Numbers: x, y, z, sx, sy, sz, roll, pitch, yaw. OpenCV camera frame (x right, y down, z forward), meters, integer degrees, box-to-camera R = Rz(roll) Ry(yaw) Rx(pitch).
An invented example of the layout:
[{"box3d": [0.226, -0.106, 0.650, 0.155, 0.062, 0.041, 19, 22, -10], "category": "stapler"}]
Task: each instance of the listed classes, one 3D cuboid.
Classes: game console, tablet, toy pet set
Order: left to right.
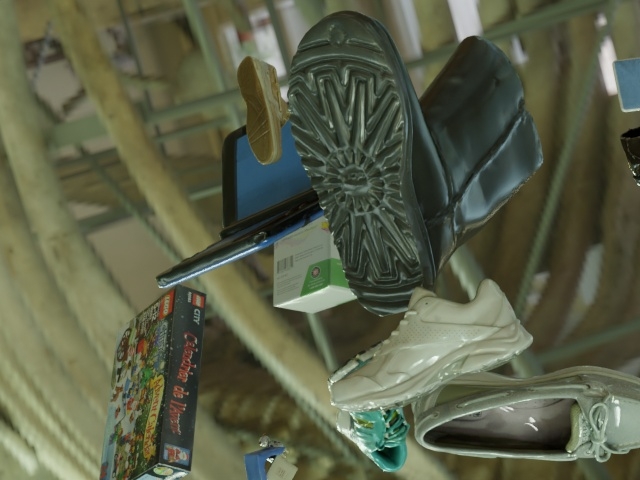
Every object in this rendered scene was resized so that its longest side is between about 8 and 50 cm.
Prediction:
[{"box3d": [-0.114, -0.077, 2.148, 0.250, 0.173, 0.293, -29, -176, -40], "category": "game console"}, {"box3d": [-0.092, 0.320, 2.018, 0.114, 0.065, 0.122, -14, -138, 60], "category": "toy pet set"}, {"box3d": [0.326, -0.153, 1.411, 0.083, 0.054, 0.006, -7, 164, -2], "category": "tablet"}]

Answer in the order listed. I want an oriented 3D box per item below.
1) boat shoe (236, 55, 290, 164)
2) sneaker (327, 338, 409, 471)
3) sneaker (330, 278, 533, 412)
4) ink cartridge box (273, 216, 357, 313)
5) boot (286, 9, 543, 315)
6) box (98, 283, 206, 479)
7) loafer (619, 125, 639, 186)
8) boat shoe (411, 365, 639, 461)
[{"box3d": [-0.072, -0.185, 2.086, 0.059, 0.170, 0.063, 4, 154, -34], "category": "boat shoe"}, {"box3d": [0.082, 0.225, 1.991, 0.107, 0.110, 0.275, -31, 149, -11], "category": "sneaker"}, {"box3d": [0.110, 0.114, 1.628, 0.232, 0.115, 0.090, -23, 169, 0], "category": "sneaker"}, {"box3d": [0.000, 0.000, 2.454, 0.093, 0.212, 0.154, 12, 157, -37], "category": "ink cartridge box"}, {"box3d": [0.140, -0.164, 1.822, 0.146, 0.367, 0.445, 4, -153, 30], "category": "boot"}, {"box3d": [-0.203, 0.188, 1.759, 0.044, 0.233, 0.159, 20, 145, -27], "category": "box"}, {"box3d": [0.439, -0.146, 1.703, 0.220, 0.078, 0.080, -37, -172, 27], "category": "loafer"}, {"box3d": [0.272, 0.222, 1.796, 0.320, 0.118, 0.103, 5, -153, -1], "category": "boat shoe"}]
